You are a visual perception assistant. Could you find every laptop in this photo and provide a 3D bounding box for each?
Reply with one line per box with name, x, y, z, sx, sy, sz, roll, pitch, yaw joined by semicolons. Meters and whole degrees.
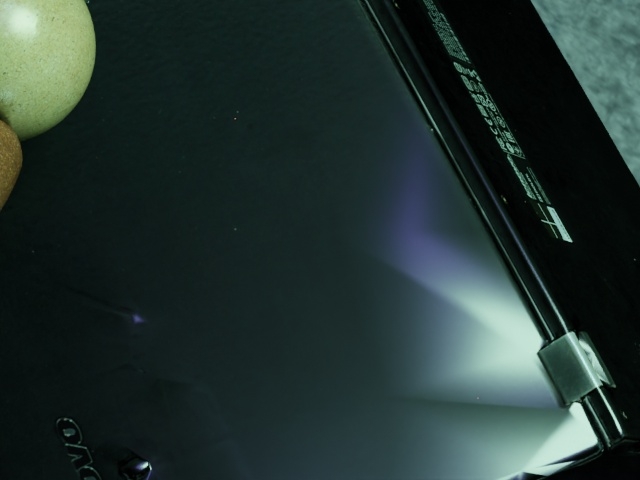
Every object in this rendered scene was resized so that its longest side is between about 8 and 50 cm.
laptop;0.000;0.000;1.045;0.408;0.236;0.382;14;45;-58

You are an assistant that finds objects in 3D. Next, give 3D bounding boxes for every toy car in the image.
toy car;-0.163;-0.091;0.890;0.149;0.155;0.188;38;61;10
